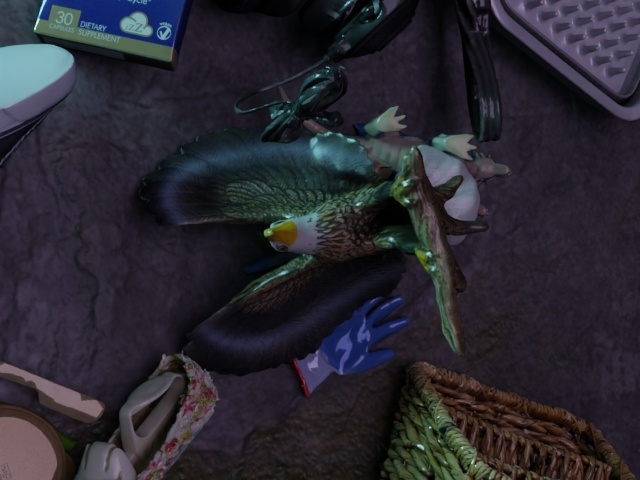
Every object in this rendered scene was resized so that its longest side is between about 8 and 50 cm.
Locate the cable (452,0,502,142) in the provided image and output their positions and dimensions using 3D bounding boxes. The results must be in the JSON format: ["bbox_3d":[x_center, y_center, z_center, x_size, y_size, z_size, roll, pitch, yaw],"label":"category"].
[{"bbox_3d":[0.151,-0.250,1.406,0.072,0.139,0.287,-1,92,-12],"label":"cable"}]

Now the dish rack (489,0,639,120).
[{"bbox_3d":[0.329,-0.337,1.539,0.285,0.072,0.333,33,72,-26],"label":"dish rack"}]

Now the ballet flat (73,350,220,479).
[{"bbox_3d":[-0.179,0.196,1.189,0.241,0.091,0.077,-57,141,-41],"label":"ballet flat"}]

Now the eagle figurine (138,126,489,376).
[{"bbox_3d":[-0.007,-0.003,1.236,0.225,0.298,0.226,41,51,-39],"label":"eagle figurine"}]

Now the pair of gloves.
[{"bbox_3d":[0.008,0.059,1.362,0.159,0.023,0.198,-33,105,-28],"label":"pair of gloves"}]

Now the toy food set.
[{"bbox_3d":[-0.293,0.214,1.176,0.132,0.038,0.192,28,79,-19],"label":"toy food set"}]

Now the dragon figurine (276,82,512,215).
[{"bbox_3d":[0.077,-0.086,1.371,0.289,0.144,0.085,12,83,-10],"label":"dragon figurine"}]

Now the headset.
[{"bbox_3d":[0.004,-0.272,1.268,0.243,0.185,0.394,23,63,-19],"label":"headset"}]

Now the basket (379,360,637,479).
[{"bbox_3d":[0.229,0.271,1.371,0.299,0.213,0.223,23,77,-28],"label":"basket"}]

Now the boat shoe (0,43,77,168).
[{"bbox_3d":[-0.337,-0.070,1.124,0.301,0.108,0.102,-39,140,-30],"label":"boat shoe"}]

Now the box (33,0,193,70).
[{"bbox_3d":[-0.178,-0.285,1.223,0.136,0.036,0.225,12,79,4],"label":"box"}]
